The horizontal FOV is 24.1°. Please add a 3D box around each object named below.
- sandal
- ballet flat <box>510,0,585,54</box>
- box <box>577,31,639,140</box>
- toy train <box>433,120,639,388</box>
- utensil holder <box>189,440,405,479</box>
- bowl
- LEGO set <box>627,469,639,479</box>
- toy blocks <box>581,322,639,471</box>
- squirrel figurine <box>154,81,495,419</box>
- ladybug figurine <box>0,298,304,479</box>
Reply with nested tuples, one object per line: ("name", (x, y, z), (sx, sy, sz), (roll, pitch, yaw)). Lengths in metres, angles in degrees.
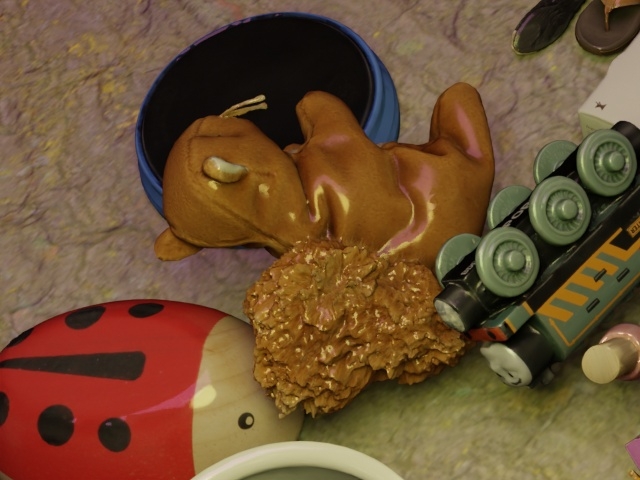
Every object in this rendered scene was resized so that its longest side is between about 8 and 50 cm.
("sandal", (0.433, -0.348, 2.101), (0.090, 0.060, 0.219), (34, 71, 34))
("ballet flat", (0.330, -0.324, 2.137), (0.173, 0.057, 0.049), (-46, 14, -17))
("box", (0.459, -0.164, 1.923), (0.182, 0.119, 0.181), (28, 68, 32))
("toy train", (0.278, 0.014, 1.689), (0.334, 0.190, 0.142), (-43, 11, -21))
("utensil holder", (0.008, 0.431, 1.477), (0.328, 0.385, 0.327), (-9, 54, 12))
("bowl", (-0.083, -0.169, 2.136), (0.391, 0.077, 0.391), (-9, 53, 13))
("LEGO set", (0.439, 0.287, 1.404), (0.255, 0.192, 0.331), (-38, 76, 22))
("toy blocks", (0.485, 0.183, 1.629), (0.289, 0.260, 0.309), (-30, 80, 24))
("squirrel figurine", (0.000, 0.000, 1.769), (0.370, 0.281, 0.397), (9, 56, -30))
("ladybug figurine", (-0.247, 0.197, 1.872), (0.449, 0.162, 0.305), (-4, 55, 16))
